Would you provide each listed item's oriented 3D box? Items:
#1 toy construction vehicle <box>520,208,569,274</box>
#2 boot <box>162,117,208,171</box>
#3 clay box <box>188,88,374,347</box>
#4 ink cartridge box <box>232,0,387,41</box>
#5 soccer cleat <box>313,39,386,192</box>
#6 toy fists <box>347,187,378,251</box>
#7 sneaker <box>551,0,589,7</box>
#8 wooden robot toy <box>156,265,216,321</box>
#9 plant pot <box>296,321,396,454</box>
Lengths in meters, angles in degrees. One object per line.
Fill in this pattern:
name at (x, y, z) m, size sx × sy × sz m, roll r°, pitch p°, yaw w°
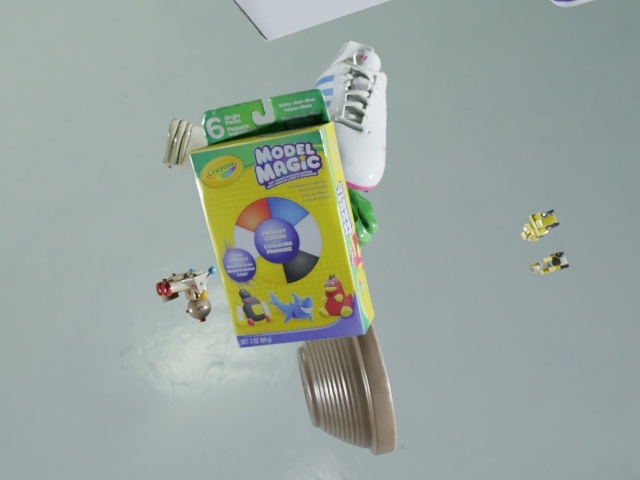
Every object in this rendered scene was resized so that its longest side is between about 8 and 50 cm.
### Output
toy construction vehicle at (0.306, 0.005, 1.131) m, size 0.035 × 0.098 × 0.085 m, roll -21°, pitch 88°, yaw -10°
boot at (-0.211, -0.148, 1.634) m, size 0.204 × 0.262 × 0.095 m, roll 13°, pitch 68°, yaw -2°
clay box at (-0.037, -0.017, 0.741) m, size 0.128 × 0.221 × 0.053 m, roll -9°, pitch 16°, yaw 17°
ink cartridge box at (-0.027, -0.620, 1.563) m, size 0.286 × 0.166 × 0.394 m, roll -14°, pitch 64°, yaw 19°
soccer cleat at (0.041, -0.194, 1.168) m, size 0.116 × 0.143 × 0.331 m, roll 17°, pitch 29°, yaw -14°
toy fists at (0.000, 0.000, 1.745) m, size 0.279 × 0.096 × 0.142 m, roll -28°, pitch 56°, yaw 22°
sneaker at (0.634, -0.659, 1.822) m, size 0.323 × 0.236 × 0.130 m, roll -15°, pitch 64°, yaw 28°
wooden robot toy at (-0.199, 0.088, 1.212) m, size 0.076 × 0.173 × 0.079 m, roll -21°, pitch 95°, yaw -27°
plant pot at (0.029, 0.207, 1.202) m, size 0.110 × 0.237 × 0.237 m, roll -12°, pitch 55°, yaw -7°
